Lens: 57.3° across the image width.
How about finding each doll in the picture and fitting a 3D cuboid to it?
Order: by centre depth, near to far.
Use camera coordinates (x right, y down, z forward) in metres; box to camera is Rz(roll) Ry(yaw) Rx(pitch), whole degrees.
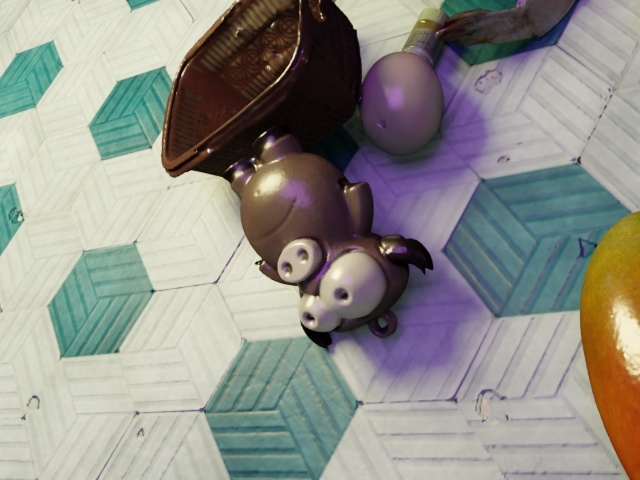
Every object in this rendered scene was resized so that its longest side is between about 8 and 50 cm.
[{"bbox_3d":[0.000,-0.002,0.647,0.182,0.117,0.257,-39,77,31],"label":"doll"}]

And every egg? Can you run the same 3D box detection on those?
[{"bbox_3d":[0.097,-0.167,0.710,0.103,0.103,0.135,-10,61,22],"label":"egg"}]

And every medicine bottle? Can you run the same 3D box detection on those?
[{"bbox_3d":[0.136,-0.257,0.767,0.047,0.047,0.083,19,77,31],"label":"medicine bottle"}]

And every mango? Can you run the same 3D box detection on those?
[{"bbox_3d":[0.295,0.097,0.485,0.146,0.129,0.289,-21,51,18],"label":"mango"}]

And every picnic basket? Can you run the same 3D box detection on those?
[{"bbox_3d":[-0.075,-0.195,0.751,0.296,0.129,0.223,-26,55,40],"label":"picnic basket"}]

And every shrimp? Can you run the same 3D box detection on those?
[{"bbox_3d":[0.180,-0.343,0.685,0.360,0.247,0.085,-22,14,-6],"label":"shrimp"}]
